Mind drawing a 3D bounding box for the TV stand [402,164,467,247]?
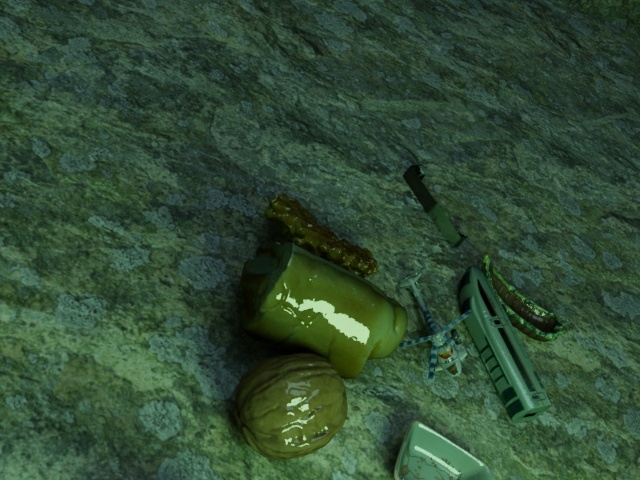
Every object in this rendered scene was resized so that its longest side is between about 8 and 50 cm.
[{"bbox_3d":[0.313,-0.097,2.061,0.040,0.049,0.257,-9,58,-38],"label":"TV stand"}]

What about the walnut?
[{"bbox_3d":[-0.049,0.300,1.379,0.213,0.213,0.213,17,46,-18],"label":"walnut"}]

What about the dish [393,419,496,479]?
[{"bbox_3d":[0.245,0.481,1.497,0.234,0.064,0.154,32,43,-1],"label":"dish"}]

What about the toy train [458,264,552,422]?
[{"bbox_3d":[0.411,0.233,1.807,0.088,0.086,0.407,-3,54,-27],"label":"toy train"}]

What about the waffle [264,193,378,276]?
[{"bbox_3d":[0.000,0.000,1.702,0.293,0.069,0.260,34,10,3],"label":"waffle"}]

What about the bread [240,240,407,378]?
[{"bbox_3d":[0.000,0.151,1.509,0.341,0.300,0.210,27,86,-21],"label":"bread"}]

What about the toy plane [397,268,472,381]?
[{"bbox_3d":[0.253,0.205,1.753,0.182,0.107,0.273,-40,43,-7],"label":"toy plane"}]

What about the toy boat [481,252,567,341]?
[{"bbox_3d":[0.491,0.152,1.915,0.293,0.099,0.108,42,41,-6],"label":"toy boat"}]
